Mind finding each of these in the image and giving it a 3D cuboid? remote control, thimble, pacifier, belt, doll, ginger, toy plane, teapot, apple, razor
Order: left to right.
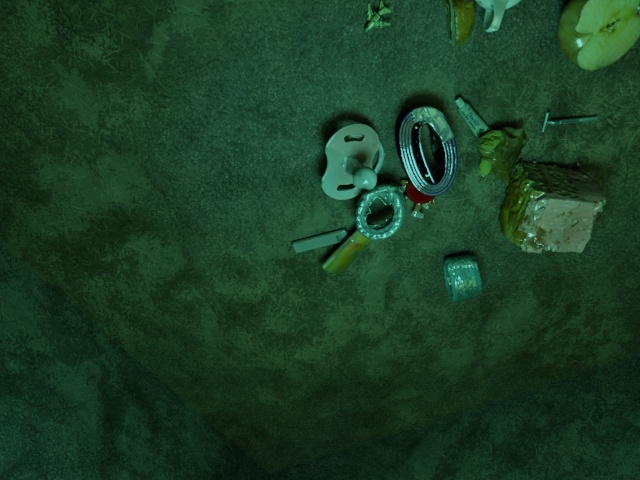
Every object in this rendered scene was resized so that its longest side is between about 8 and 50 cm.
[{"bbox_3d":[0.000,0.000,2.205,0.260,0.029,0.067,-14,133,10],"label":"remote control"},{"bbox_3d":[0.126,-0.292,1.886,0.220,0.273,0.333,14,125,8],"label":"pacifier"},{"bbox_3d":[0.189,-0.760,1.651,0.102,0.040,0.111,43,114,-7],"label":"toy plane"},{"bbox_3d":[0.253,-0.125,1.998,0.204,0.172,0.250,31,105,7],"label":"thimble"},{"bbox_3d":[0.408,-0.201,2.039,0.183,0.085,0.217,21,130,-4],"label":"doll"},{"bbox_3d":[0.410,-0.348,1.862,0.212,0.117,0.347,-17,109,7],"label":"belt"},{"bbox_3d":[0.660,0.171,2.247,0.143,0.199,0.235,-13,131,5],"label":"thimble"},{"bbox_3d":[0.729,-0.336,1.936,0.218,0.123,0.270,-34,141,2],"label":"ginger"},{"bbox_3d":[0.585,-0.831,1.549,0.208,0.166,0.300,-3,117,-15],"label":"teapot"},{"bbox_3d":[0.984,-0.471,1.893,0.210,0.036,0.084,-3,128,1],"label":"razor"},{"bbox_3d":[0.921,-0.743,1.616,0.251,0.163,0.293,-28,136,5],"label":"apple"}]

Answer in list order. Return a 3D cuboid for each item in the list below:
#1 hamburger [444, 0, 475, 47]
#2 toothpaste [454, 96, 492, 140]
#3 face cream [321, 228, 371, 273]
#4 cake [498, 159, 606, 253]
[{"bbox_3d":[0.484,-0.754,1.637,0.102,0.087,0.176,-13,123,9],"label":"hamburger"},{"bbox_3d":[0.601,-0.466,1.885,0.067,0.037,0.255,-40,122,18],"label":"toothpaste"},{"bbox_3d":[0.135,0.040,2.198,0.139,0.067,0.285,9,132,-48],"label":"face cream"},{"bbox_3d":[0.945,-0.126,1.990,0.306,0.293,0.315,4,132,-2],"label":"cake"}]
